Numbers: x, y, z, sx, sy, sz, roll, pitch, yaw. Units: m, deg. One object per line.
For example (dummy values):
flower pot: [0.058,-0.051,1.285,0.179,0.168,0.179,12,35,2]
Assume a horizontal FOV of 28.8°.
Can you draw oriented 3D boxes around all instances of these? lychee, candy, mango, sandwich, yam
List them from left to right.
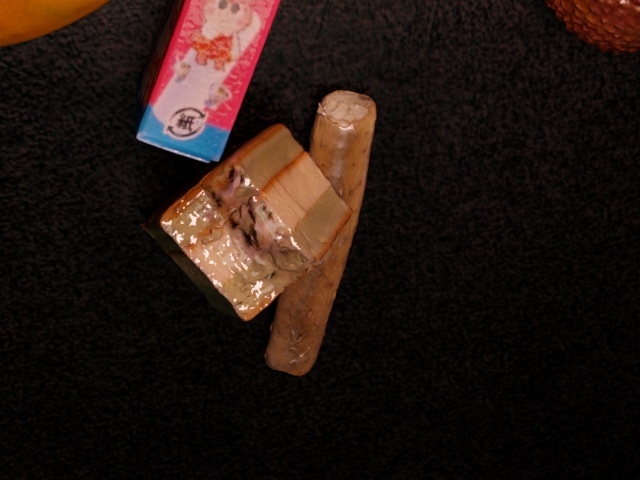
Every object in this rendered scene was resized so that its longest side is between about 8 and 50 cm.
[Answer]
mango: [-0.290,-0.291,1.309,0.253,0.113,0.138,-23,118,2]
candy: [-0.107,-0.254,1.329,0.100,0.157,0.306,17,113,-16]
sandwich: [-0.110,0.002,1.398,0.227,0.198,0.155,-36,98,25]
yam: [0.000,0.000,1.520,0.083,0.083,0.372,6,117,-11]
lychee: [0.333,-0.296,1.362,0.194,0.194,0.194,-3,117,-6]
